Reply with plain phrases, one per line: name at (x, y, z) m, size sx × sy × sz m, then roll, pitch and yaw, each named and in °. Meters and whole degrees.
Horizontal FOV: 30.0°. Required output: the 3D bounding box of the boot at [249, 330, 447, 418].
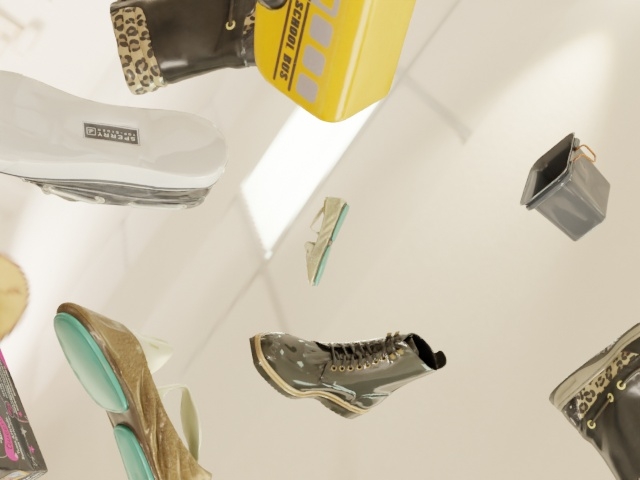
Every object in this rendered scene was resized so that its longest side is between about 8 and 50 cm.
boot at (0.031, 0.123, 1.310) m, size 0.137 × 0.198 × 0.077 m, roll -30°, pitch -125°, yaw 29°

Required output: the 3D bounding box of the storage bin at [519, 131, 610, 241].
storage bin at (0.332, -0.069, 1.559) m, size 0.098 × 0.091 × 0.135 m, roll -42°, pitch -169°, yaw 32°

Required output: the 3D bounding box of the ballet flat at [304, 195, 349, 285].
ballet flat at (0.000, 0.000, 2.103) m, size 0.057 × 0.052 × 0.168 m, roll 72°, pitch 39°, yaw -71°

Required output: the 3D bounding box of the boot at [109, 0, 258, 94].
boot at (-0.183, -0.401, 1.872) m, size 0.284 × 0.138 × 0.378 m, roll -16°, pitch -118°, yaw 9°

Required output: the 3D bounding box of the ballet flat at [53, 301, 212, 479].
ballet flat at (-0.229, 0.207, 1.557) m, size 0.124 × 0.343 × 0.116 m, roll -35°, pitch -159°, yaw -34°

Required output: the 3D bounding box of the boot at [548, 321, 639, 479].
boot at (0.392, 0.183, 1.341) m, size 0.236 × 0.085 × 0.179 m, roll -43°, pitch -114°, yaw 29°

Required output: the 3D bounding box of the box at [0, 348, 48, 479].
box at (-0.433, 0.172, 1.282) m, size 0.163 × 0.142 × 0.247 m, roll -30°, pitch -110°, yaw 7°

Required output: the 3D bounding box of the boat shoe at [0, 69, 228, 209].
boat shoe at (-0.245, -0.085, 1.162) m, size 0.102 × 0.301 × 0.108 m, roll 124°, pitch -34°, yaw -50°

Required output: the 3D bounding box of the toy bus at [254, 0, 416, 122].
toy bus at (0.026, -0.276, 1.058) m, size 0.108 × 0.130 × 0.333 m, roll -31°, pitch 150°, yaw -37°
